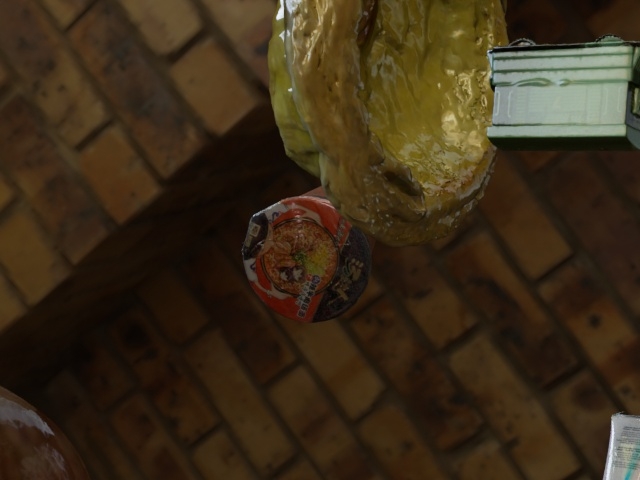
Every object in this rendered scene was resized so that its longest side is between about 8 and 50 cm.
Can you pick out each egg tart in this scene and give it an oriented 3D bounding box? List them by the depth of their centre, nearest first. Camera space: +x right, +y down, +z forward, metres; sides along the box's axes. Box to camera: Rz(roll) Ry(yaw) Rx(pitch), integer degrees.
[{"bbox_3d":[0.043,-0.132,1.006,0.279,0.095,0.278,5,-95,-58],"label":"egg tart"}]

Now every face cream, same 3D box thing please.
[{"bbox_3d":[0.178,0.156,0.877,0.020,0.038,0.115,39,-119,-47],"label":"face cream"}]

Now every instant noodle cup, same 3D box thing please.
[{"bbox_3d":[0.001,0.002,1.452,0.127,0.127,0.135,50,-160,-3],"label":"instant noodle cup"}]

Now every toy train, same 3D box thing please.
[{"bbox_3d":[0.127,-0.073,0.749,0.038,0.093,0.056,15,-101,-56],"label":"toy train"}]

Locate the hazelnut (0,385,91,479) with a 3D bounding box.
[{"bbox_3d":[-0.394,0.277,1.315,0.409,0.359,0.359,22,-143,-29],"label":"hazelnut"}]
